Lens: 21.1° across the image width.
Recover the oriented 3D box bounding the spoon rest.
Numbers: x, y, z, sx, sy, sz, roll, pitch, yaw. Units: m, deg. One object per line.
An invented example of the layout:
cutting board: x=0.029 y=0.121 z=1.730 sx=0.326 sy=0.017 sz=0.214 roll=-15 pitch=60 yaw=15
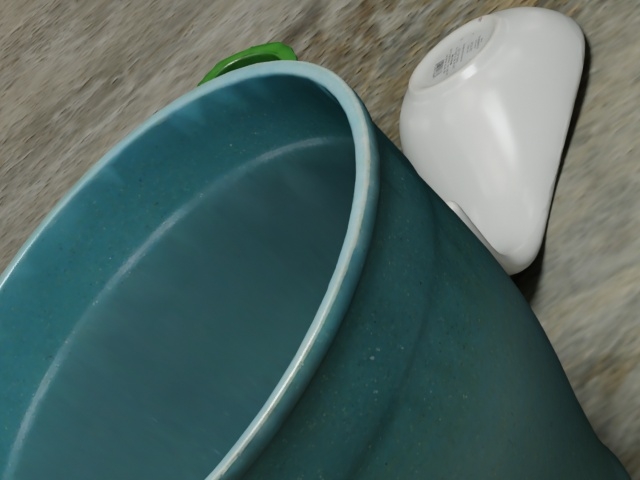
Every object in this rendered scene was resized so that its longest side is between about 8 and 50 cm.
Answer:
spoon rest: x=0.095 y=-0.052 z=1.022 sx=0.137 sy=0.084 sz=0.276 roll=-31 pitch=22 yaw=29

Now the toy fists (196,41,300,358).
toy fists: x=0.000 y=0.000 z=1.013 sx=0.096 sy=0.142 sz=0.279 roll=-25 pitch=35 yaw=10

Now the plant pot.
plant pot: x=0.003 y=0.102 z=0.774 sx=0.272 sy=0.255 sz=0.271 roll=-34 pitch=34 yaw=27
